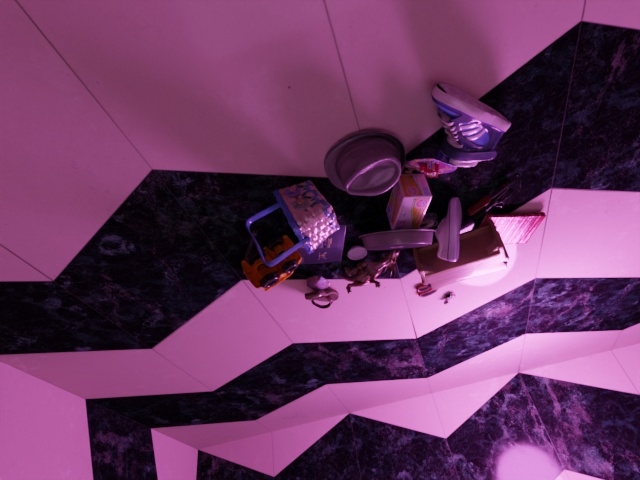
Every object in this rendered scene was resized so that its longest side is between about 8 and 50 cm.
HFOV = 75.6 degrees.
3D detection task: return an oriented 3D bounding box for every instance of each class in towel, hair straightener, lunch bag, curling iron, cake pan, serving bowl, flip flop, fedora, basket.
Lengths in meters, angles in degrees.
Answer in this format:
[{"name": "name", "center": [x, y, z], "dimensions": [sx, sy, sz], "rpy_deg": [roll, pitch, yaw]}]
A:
[{"name": "towel", "center": [0.802, -0.050, 1.777], "dimensions": [0.276, 0.031, 0.198], "rpy_deg": [-2, 140, -7]}, {"name": "hair straightener", "center": [0.692, -0.167, 1.619], "dimensions": [0.089, 0.047, 0.230], "rpy_deg": [22, 125, -32]}, {"name": "lunch bag", "center": [-0.008, 0.189, 1.868], "dimensions": [0.083, 0.053, 0.071], "rpy_deg": [-25, 138, 33]}, {"name": "curling iron", "center": [-0.278, 0.058, 1.681], "dimensions": [0.068, 0.035, 0.273], "rpy_deg": [-13, 138, -25]}, {"name": "cake pan", "center": [0.297, 0.000, 1.592], "dimensions": [0.294, 0.054, 0.293], "rpy_deg": [-3, 174, 0]}, {"name": "serving bowl", "center": [0.154, 0.047, 1.757], "dimensions": [0.084, 0.027, 0.083], "rpy_deg": [-6, 138, -5]}, {"name": "flip flop", "center": [0.010, 0.273, 1.893], "dimensions": [0.113, 0.079, 0.277], "rpy_deg": [-21, 165, 14]}, {"name": "fedora", "center": [0.155, -0.229, 1.362], "dimensions": [0.276, 0.124, 0.243], "rpy_deg": [-17, 132, 9]}, {"name": "basket", "center": [-0.106, -0.064, 1.421], "dimensions": [0.289, 0.254, 0.201], "rpy_deg": [-35, 138, 0]}]

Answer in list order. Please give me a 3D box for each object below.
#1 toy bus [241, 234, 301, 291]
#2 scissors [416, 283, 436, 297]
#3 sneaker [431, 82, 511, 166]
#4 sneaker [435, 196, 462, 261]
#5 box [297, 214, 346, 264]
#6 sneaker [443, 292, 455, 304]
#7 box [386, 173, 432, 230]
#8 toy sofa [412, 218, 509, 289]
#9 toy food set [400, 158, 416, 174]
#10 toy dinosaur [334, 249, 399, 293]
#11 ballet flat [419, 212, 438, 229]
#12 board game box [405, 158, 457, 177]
[{"name": "toy bus", "center": [-0.176, 0.108, 1.677], "dimensions": [0.220, 0.149, 0.211], "rpy_deg": [-33, 157, -2]}, {"name": "scissors", "center": [0.608, 0.202, 2.033], "dimensions": [0.297, 0.021, 0.109], "rpy_deg": [-29, 133, 19]}, {"name": "sneaker", "center": [0.423, -0.331, 1.305], "dimensions": [0.323, 0.130, 0.236], "rpy_deg": [11, 131, -30]}, {"name": "sneaker", "center": [0.498, -0.043, 1.625], "dimensions": [0.092, 0.257, 0.094], "rpy_deg": [8, -168, 31]}, {"name": "box", "center": [0.000, 0.000, 1.649], "dimensions": [0.184, 0.059, 0.232], "rpy_deg": [-4, 139, -9]}, {"name": "sneaker", "center": [0.663, 0.299, 2.147], "dimensions": [0.037, 0.031, 0.083], "rpy_deg": [24, 125, -15]}, {"name": "box", "center": [0.318, -0.134, 1.505], "dimensions": [0.103, 0.114, 0.203], "rpy_deg": [-3, 144, -7]}, {"name": "toy sofa", "center": [0.591, 0.067, 1.754], "dimensions": [0.363, 0.150, 0.177], "rpy_deg": [-21, 138, 20]}, {"name": "toy food set", "center": [0.283, -0.253, 1.453], "dimensions": [0.122, 0.019, 0.078], "rpy_deg": [-17, 139, 20]}, {"name": "toy dinosaur", "center": [0.217, 0.143, 1.821], "dimensions": [0.296, 0.126, 0.200], "rpy_deg": [-23, 176, 38]}, {"name": "ballet flat", "center": [0.378, -0.065, 1.648], "dimensions": [0.189, 0.070, 0.070], "rpy_deg": [-15, 139, 6]}, {"name": "board game box", "center": [0.366, -0.232, 1.383], "dimensions": [0.169, 0.033, 0.133], "rpy_deg": [11, 173, -31]}]
